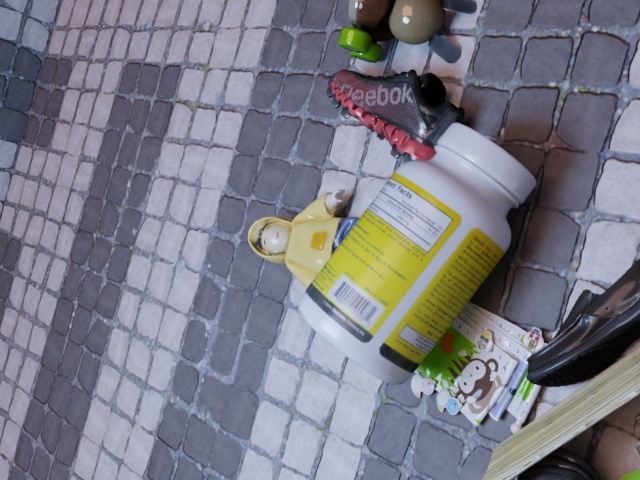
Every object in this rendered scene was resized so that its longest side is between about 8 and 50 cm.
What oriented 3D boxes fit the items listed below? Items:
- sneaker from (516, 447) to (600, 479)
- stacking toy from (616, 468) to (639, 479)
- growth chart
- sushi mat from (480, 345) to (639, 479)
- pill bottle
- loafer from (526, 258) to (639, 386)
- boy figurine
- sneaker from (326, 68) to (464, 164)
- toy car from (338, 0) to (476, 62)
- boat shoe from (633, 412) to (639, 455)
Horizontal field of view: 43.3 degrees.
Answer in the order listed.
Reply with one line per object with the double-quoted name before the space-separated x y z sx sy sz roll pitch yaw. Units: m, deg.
"sneaker" 0.246 0.352 1.002 0.104 0.147 0.296 42 144 7
"stacking toy" 0.441 0.369 0.834 0.309 0.130 0.279 -33 32 30
"growth chart" 0.212 0.169 1.125 0.237 0.021 0.172 22 95 45
"sushi mat" 0.312 0.189 0.935 0.316 0.151 0.019 -43 81 23
"pill bottle" 0.136 0.014 1.102 0.334 0.188 0.188 -53 48 3
"loafer" 0.341 0.102 0.990 0.220 0.080 0.078 -39 49 19
"boy figurine" 0.000 0.000 1.320 0.285 0.092 0.177 12 90 41
"sneaker" 0.120 -0.215 1.259 0.276 0.097 0.135 43 109 39
"toy car" 0.145 -0.354 1.280 0.188 0.149 0.155 18 96 15
"boat shoe" 0.464 0.132 0.844 0.307 0.111 0.104 -29 62 21
